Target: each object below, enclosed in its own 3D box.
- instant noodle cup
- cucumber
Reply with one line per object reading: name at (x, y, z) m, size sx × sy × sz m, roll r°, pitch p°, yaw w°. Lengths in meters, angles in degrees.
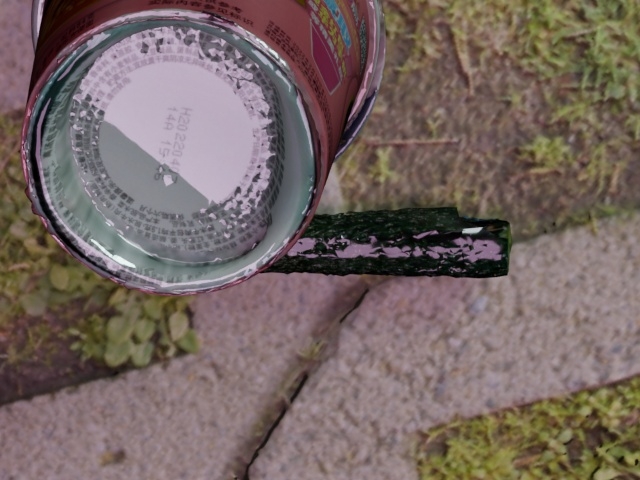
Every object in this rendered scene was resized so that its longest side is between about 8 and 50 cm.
instant noodle cup at (-0.074, -0.088, 1.093) m, size 0.244 × 0.255 × 0.244 m, roll 0°, pitch 111°, yaw 1°
cucumber at (0.000, 0.001, 1.241) m, size 0.257 × 0.043 × 0.044 m, roll 1°, pitch 148°, yaw 2°
